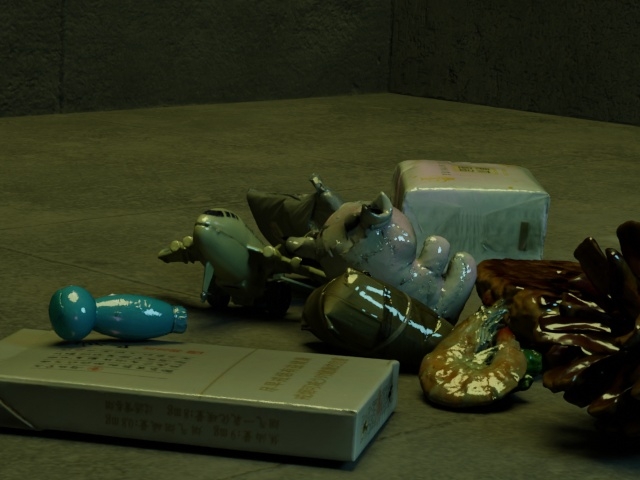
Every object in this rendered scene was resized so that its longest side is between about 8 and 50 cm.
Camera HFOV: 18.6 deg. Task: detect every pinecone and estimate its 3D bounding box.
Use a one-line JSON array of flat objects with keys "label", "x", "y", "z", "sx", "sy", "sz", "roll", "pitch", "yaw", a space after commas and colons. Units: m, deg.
[{"label": "pinecone", "x": 0.295, "y": 0.081, "z": 1.699, "sx": 0.201, "sy": 0.202, "sz": 0.229, "roll": 35, "pitch": 12, "yaw": -1}]

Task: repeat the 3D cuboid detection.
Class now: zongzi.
[{"label": "zongzi", "x": 0.073, "y": 0.093, "z": 1.980, "sx": 0.176, "sy": 0.078, "sz": 0.160, "roll": 24, "pitch": -7, "yaw": -10}]

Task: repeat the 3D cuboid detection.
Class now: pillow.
[{"label": "pillow", "x": 0.000, "y": 0.000, "z": 2.259, "sx": 0.169, "sy": 0.059, "sz": 0.255, "roll": 42, "pitch": -14, "yaw": -16}]

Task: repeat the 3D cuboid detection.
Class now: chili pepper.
[{"label": "chili pepper", "x": 0.182, "y": 0.125, "z": 1.883, "sx": 0.055, "sy": 0.035, "sz": 0.118, "roll": -12, "pitch": 3, "yaw": 13}]

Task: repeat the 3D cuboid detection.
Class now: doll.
[{"label": "doll", "x": 0.068, "y": 0.029, "z": 2.061, "sx": 0.192, "sy": 0.095, "sz": 0.149, "roll": 40, "pitch": -36, "yaw": -16}]

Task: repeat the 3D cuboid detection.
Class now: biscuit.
[{"label": "biscuit", "x": 0.308, "y": 0.079, "z": 2.046, "sx": 0.289, "sy": 0.081, "sz": 0.334, "roll": 6, "pitch": 9, "yaw": -5}]

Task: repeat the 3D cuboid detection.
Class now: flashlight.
[{"label": "flashlight", "x": -0.184, "y": 0.069, "z": 1.785, "sx": 0.129, "sy": 0.051, "sz": 0.051, "roll": 4, "pitch": 9, "yaw": -18}]

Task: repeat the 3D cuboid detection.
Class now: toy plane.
[{"label": "toy plane", "x": -0.085, "y": 0.025, "z": 2.147, "sx": 0.242, "sy": 0.104, "sz": 0.256, "roll": 9, "pitch": -3, "yaw": 21}]

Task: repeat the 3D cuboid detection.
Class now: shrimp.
[{"label": "shrimp", "x": 0.153, "y": 0.108, "z": 1.863, "sx": 0.101, "sy": 0.042, "sz": 0.190, "roll": 2, "pitch": 28, "yaw": 18}]

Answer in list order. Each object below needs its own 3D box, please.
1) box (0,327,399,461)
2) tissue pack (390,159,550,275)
[{"label": "box", "x": -0.127, "y": 0.131, "z": 1.716, "sx": 0.365, "sy": 0.051, "sz": 0.204, "roll": 5, "pitch": 10, "yaw": 12}, {"label": "tissue pack", "x": 0.186, "y": -0.030, "z": 2.500, "sx": 0.185, "sy": 0.124, "sz": 0.225, "roll": 4, "pitch": 10, "yaw": -1}]
